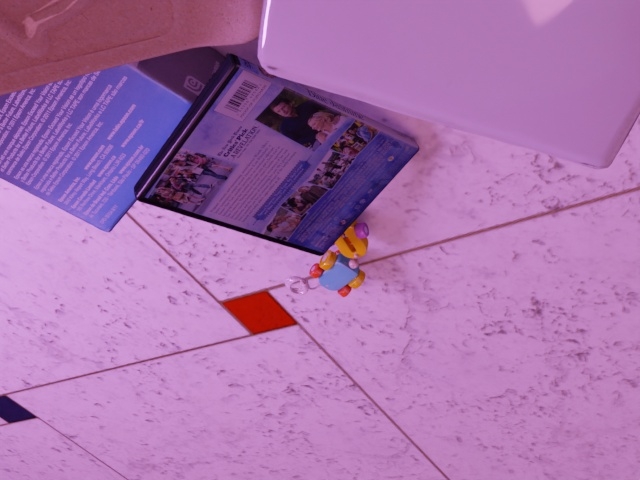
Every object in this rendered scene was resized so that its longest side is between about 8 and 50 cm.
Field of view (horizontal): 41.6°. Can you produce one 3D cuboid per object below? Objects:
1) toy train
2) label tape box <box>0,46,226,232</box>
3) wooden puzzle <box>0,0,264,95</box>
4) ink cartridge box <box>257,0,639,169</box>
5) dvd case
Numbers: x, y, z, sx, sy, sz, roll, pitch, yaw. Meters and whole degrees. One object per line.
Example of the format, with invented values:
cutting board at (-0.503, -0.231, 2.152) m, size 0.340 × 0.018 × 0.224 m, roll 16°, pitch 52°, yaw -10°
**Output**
toy train at (0.000, 0.000, 1.037) m, size 0.125 × 0.046 × 0.166 m, roll 6°, pitch 136°, yaw 10°
label tape box at (-0.299, -0.173, 0.850) m, size 0.333 × 0.106 × 0.240 m, roll 30°, pitch 134°, yaw -24°
wooden puzzle at (-0.204, -0.186, 0.305) m, size 0.347 × 0.081 × 0.322 m, roll -14°, pitch 138°, yaw -10°
ink cartridge box at (0.120, -0.275, 0.393) m, size 0.166 × 0.395 × 0.286 m, roll 18°, pitch 136°, yaw 4°
dvd case at (-0.040, -0.075, 0.871) m, size 0.253 × 0.022 × 0.180 m, roll 18°, pitch 126°, yaw -39°
